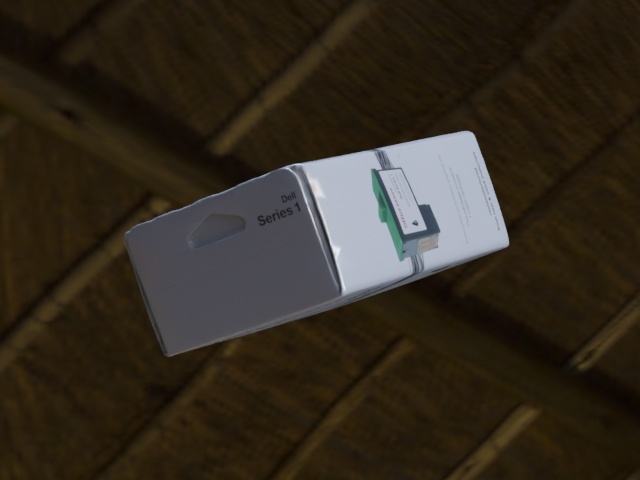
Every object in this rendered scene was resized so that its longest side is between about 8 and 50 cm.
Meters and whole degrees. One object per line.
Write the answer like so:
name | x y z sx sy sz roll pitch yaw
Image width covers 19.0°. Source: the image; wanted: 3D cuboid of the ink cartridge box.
ink cartridge box | 0.000 0.000 1.294 0.160 0.219 0.093 -21 -93 36
